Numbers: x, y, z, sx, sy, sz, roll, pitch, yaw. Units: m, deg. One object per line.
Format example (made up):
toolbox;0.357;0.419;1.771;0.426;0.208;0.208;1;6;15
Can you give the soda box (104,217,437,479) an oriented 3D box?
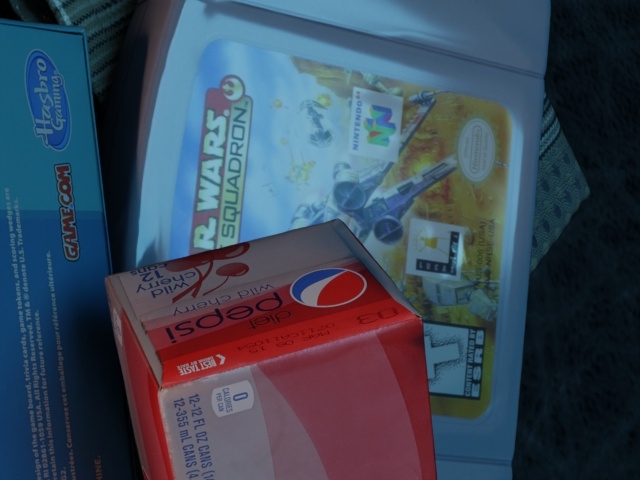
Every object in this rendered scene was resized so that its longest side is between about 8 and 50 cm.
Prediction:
soda box;-0.007;0.132;0.538;0.092;0.083;0.263;-15;118;-14

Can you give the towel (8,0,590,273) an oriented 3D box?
towel;-0.001;-0.078;0.748;0.324;0.056;0.312;-43;109;-46

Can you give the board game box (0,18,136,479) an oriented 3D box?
board game box;-0.203;0.050;0.434;0.336;0.079;0.254;0;80;-52

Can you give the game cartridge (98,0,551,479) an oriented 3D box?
game cartridge;0.000;0.000;0.630;0.198;0.062;0.297;9;83;-34
